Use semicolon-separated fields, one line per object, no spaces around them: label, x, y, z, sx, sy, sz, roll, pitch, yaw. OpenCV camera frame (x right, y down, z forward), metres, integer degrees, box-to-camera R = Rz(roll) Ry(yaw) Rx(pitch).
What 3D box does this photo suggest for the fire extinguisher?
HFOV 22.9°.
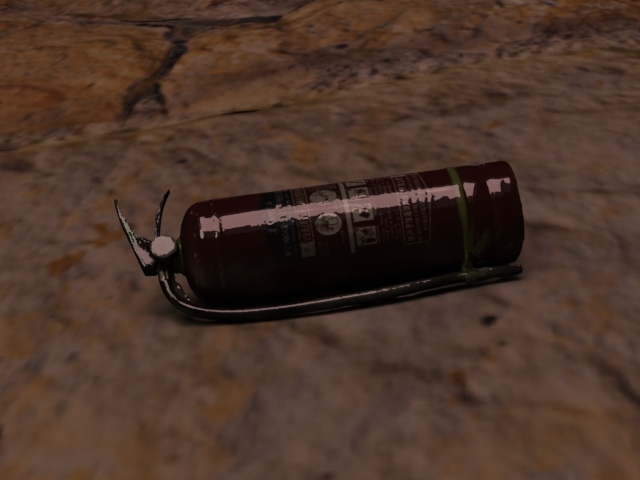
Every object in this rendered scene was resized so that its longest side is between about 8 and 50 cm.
fire extinguisher;0.000;0.000;0.631;0.158;0.043;0.064;-8;63;-5
